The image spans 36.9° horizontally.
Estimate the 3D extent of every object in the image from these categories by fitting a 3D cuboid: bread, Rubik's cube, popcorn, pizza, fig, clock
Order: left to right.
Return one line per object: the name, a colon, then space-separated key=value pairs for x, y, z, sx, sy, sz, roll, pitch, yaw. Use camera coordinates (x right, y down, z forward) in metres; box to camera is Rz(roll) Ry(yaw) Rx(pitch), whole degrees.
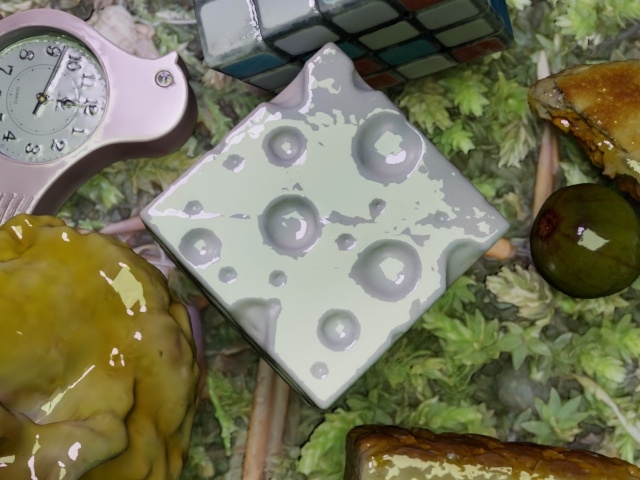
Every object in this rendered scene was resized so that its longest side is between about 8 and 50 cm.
popcorn: x=-0.294 y=0.182 z=0.905 sx=0.344 sy=0.354 sz=0.390 roll=9 pitch=40 yaw=17
clock: x=-0.290 y=-0.104 z=1.055 sx=0.276 sy=0.080 sz=0.290 roll=12 pitch=84 yaw=1
Rubik's cube: x=0.025 y=-0.301 z=0.961 sx=0.253 sy=0.259 sz=0.256 roll=-15 pitch=80 yaw=20
bread: x=0.153 y=0.292 z=0.917 sx=0.279 sy=0.279 sz=0.207 roll=7 pitch=81 yaw=2
fig: x=0.339 y=0.011 z=1.047 sx=0.236 sy=0.124 sz=0.124 roll=10 pitch=83 yaw=-21
pizza: x=0.388 y=-0.097 z=1.041 sx=0.336 sy=0.086 sz=0.226 roll=11 pitch=60 yaw=0

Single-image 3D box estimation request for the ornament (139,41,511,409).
ornament: x=0.000 y=0.000 z=0.949 sx=0.240 sy=0.240 sz=0.239 roll=-43 pitch=86 yaw=-9
